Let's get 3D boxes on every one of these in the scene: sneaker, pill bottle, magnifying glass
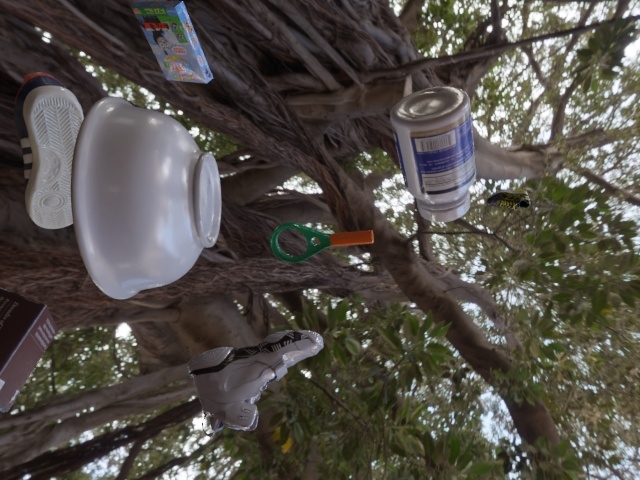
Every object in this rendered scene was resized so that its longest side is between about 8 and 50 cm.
[{"bbox_3d":[-0.574,-0.187,0.923,0.148,0.131,0.350,48,-50,29],"label":"sneaker"},{"bbox_3d":[-0.153,0.372,1.136,0.366,0.137,0.210,-12,-116,-10],"label":"sneaker"},{"bbox_3d":[0.178,-0.125,0.661,0.112,0.186,0.112,-13,-141,11],"label":"pill bottle"},{"bbox_3d":[0.000,0.000,0.941,0.231,0.026,0.092,-4,-67,17],"label":"magnifying glass"},{"bbox_3d":[0.352,-0.074,0.803,0.083,0.031,0.035,-8,-133,-5],"label":"sneaker"}]

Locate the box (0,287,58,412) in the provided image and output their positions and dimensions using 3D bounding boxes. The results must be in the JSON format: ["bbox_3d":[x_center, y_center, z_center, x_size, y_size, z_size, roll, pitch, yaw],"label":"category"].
[{"bbox_3d":[-0.595,0.166,0.722,0.203,0.168,0.167,25,-123,-12],"label":"box"}]

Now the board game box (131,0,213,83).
[{"bbox_3d":[-0.406,-0.545,1.197,0.160,0.211,0.039,14,-125,25],"label":"board game box"}]

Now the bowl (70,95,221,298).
[{"bbox_3d":[-0.229,-0.060,0.645,0.134,0.298,0.298,1,-95,-2],"label":"bowl"}]
